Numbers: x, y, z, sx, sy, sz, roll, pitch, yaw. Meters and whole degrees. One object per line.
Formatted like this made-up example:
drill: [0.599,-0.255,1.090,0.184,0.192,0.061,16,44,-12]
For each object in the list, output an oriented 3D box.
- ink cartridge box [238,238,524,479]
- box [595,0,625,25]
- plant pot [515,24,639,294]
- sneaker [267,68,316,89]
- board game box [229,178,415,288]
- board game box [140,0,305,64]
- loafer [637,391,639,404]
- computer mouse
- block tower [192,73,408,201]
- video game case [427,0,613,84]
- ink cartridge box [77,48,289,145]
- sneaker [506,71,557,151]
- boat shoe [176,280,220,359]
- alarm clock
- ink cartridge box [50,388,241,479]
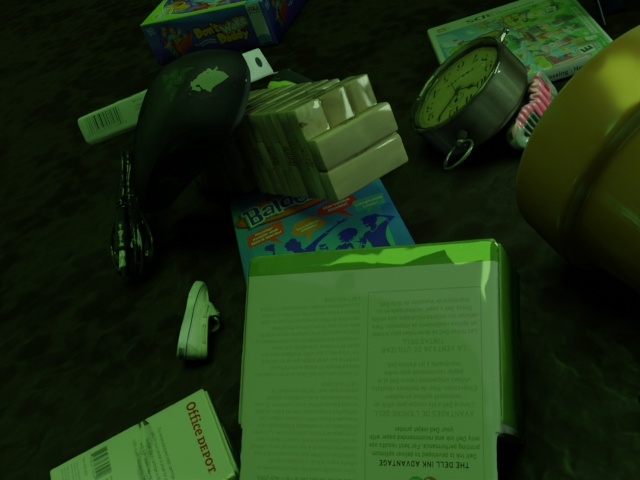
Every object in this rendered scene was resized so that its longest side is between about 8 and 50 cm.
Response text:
ink cartridge box: [0.043,0.138,0.566,0.188,0.097,0.255,-5,73,23]
box: [0.351,-0.384,1.037,0.036,0.136,0.225,-15,36,22]
plant pot: [0.278,-0.026,0.574,0.205,0.205,0.188,-28,51,-8]
sneaker: [-0.005,-0.131,0.969,0.097,0.084,0.234,-54,40,-3]
board game box: [0.000,0.000,0.796,0.160,0.047,0.210,-22,34,0]
board game box: [-0.137,-0.447,1.431,0.233,0.078,0.347,-4,39,24]
loafer: [0.244,0.132,0.491,0.050,0.056,0.148,-20,25,4]
computer mouse: [-0.168,-0.099,0.844,0.272,0.072,0.189,-43,41,39]
block tower: [-0.051,-0.108,0.855,0.097,0.091,0.335,-30,20,-26]
video game case: [0.245,-0.248,1.013,0.193,0.023,0.212,-16,36,8]
ink cartridge box: [-0.174,-0.192,1.055,0.206,0.045,0.208,-15,12,31]
sneaker: [0.216,-0.132,0.869,0.057,0.047,0.119,-20,28,43]
boat shoe: [-0.113,0.077,0.773,0.035,0.035,0.100,9,33,-4]
alarm clock: [0.157,-0.139,0.855,0.129,0.064,0.192,-31,28,41]
ink cartridge box: [-0.125,0.189,0.606,0.135,0.056,0.099,-27,36,-7]
